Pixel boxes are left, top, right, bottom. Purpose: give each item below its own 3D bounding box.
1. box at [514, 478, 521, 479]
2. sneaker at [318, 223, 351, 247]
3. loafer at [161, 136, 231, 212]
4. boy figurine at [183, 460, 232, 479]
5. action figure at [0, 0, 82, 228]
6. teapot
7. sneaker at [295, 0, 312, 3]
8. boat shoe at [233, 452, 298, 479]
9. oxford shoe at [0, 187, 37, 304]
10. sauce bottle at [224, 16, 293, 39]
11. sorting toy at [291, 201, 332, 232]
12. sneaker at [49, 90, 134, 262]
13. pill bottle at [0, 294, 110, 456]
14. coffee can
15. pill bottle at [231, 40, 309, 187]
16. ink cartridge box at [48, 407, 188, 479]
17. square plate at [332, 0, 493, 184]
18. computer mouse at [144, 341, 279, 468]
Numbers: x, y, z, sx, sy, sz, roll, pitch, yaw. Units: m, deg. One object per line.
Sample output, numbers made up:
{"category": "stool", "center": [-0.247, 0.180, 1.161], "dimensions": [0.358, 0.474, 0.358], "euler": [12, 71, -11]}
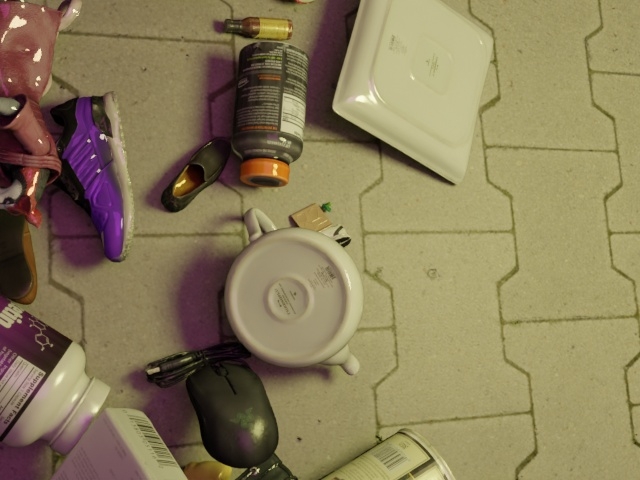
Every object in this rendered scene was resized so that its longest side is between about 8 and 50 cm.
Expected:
{"category": "box", "center": [0.364, 0.594, 1.533], "dimensions": [0.165, 0.143, 0.270], "euler": [-12, 85, -19]}
{"category": "sneaker", "center": [0.000, 0.000, 1.572], "dimensions": [0.109, 0.040, 0.044], "euler": [-14, 53, -15]}
{"category": "loafer", "center": [-0.212, -0.121, 1.499], "dimensions": [0.062, 0.061, 0.170], "euler": [38, 70, -9]}
{"category": "boy figurine", "center": [-0.262, 0.456, 1.362], "dimensions": [0.177, 0.092, 0.285], "euler": [46, 68, -7]}
{"category": "action figure", "center": [-0.489, -0.187, 1.344], "dimensions": [0.275, 0.248, 0.370], "euler": [-13, 75, -41]}
{"category": "teapot", "center": [-0.039, 0.091, 1.465], "dimensions": [0.252, 0.187, 0.256], "euler": [13, 93, 10]}
{"category": "sneaker", "center": [0.011, -0.586, 1.638], "dimensions": [0.121, 0.112, 0.299], "euler": [37, 71, -10]}
{"category": "boat shoe", "center": [-0.189, 0.433, 1.285], "dimensions": [0.340, 0.127, 0.113], "euler": [-31, 67, -4]}
{"category": "oxford shoe", "center": [-0.502, 0.008, 1.372], "dimensions": [0.076, 0.076, 0.212], "euler": [-14, 69, -5]}
{"category": "sauce bottle", "center": [-0.117, -0.401, 1.596], "dimensions": [0.128, 0.042, 0.042], "euler": [0, 80, -18]}
{"category": "sorting toy", "center": [-0.006, -0.042, 1.576], "dimensions": [0.083, 0.012, 0.062], "euler": [-28, 63, -22]}
{"category": "sneaker", "center": [-0.394, -0.100, 1.418], "dimensions": [0.146, 0.102, 0.293], "euler": [-7, 79, -14]}
{"category": "pill bottle", "center": [-0.488, 0.188, 1.279], "dimensions": [0.323, 0.181, 0.181], "euler": [35, 71, -11]}
{"category": "coffee can", "center": [0.079, 0.470, 1.422], "dimensions": [0.275, 0.201, 0.201], "euler": [-25, 90, -22]}
{"category": "pill bottle", "center": [-0.092, -0.222, 1.524], "dimensions": [0.130, 0.130, 0.246], "euler": [8, 77, -18]}
{"category": "ink cartridge box", "center": [-0.318, 0.483, 1.205], "dimensions": [0.385, 0.308, 0.091], "euler": [-53, 144, 10]}
{"category": "square plate", "center": [0.202, -0.331, 1.643], "dimensions": [0.344, 0.049, 0.347], "euler": [26, 70, -32]}
{"category": "computer mouse", "center": [-0.157, 0.247, 1.355], "dimensions": [0.188, 0.272, 0.072], "euler": [-12, 127, -25]}
